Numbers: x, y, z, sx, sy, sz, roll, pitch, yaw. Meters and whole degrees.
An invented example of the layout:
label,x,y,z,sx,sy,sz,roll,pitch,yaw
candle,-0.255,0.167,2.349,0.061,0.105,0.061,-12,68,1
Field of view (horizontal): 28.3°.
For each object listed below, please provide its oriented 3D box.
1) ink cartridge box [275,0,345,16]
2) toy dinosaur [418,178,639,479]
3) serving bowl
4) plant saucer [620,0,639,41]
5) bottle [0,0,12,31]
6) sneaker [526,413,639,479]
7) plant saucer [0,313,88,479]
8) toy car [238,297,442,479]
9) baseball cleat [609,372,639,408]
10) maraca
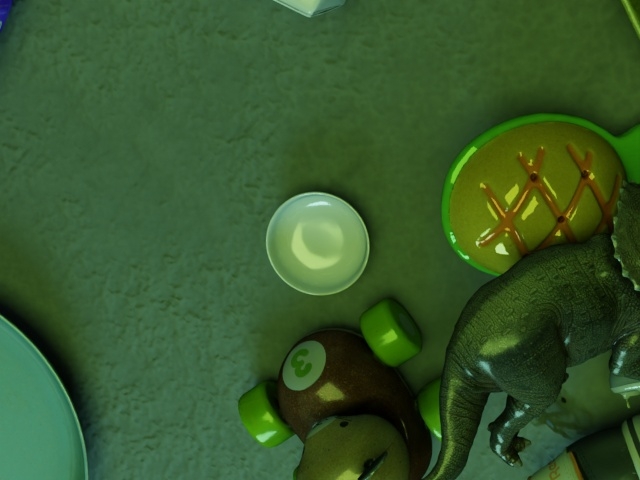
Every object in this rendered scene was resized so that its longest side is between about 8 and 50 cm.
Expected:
label,x,y,z,sx,sy,sz,roll,pitch,yaw
ink cartridge box,-0.075,-0.315,0.897,0.283,0.117,0.207,28,108,4
toy dinosaur,0.158,0.059,0.867,0.313,0.121,0.160,-25,129,1
serving bowl,0.000,0.000,1.002,0.083,0.027,0.083,3,104,11
plant saucer,0.285,-0.228,0.876,0.188,0.045,0.188,-26,97,17
bottle,-0.350,-0.112,1.019,0.118,0.092,0.283,31,108,3
sneaker,0.259,0.298,0.967,0.127,0.126,0.321,-23,86,12
plant saucer,-0.346,0.181,1.115,0.318,0.044,0.317,3,104,11
toy car,0.015,0.153,0.951,0.155,0.188,0.149,-35,94,17
baseball cleat,0.303,0.048,0.935,0.206,0.072,0.109,-19,82,14
maraca,0.177,-0.033,0.923,0.186,0.099,0.127,-4,115,-11
